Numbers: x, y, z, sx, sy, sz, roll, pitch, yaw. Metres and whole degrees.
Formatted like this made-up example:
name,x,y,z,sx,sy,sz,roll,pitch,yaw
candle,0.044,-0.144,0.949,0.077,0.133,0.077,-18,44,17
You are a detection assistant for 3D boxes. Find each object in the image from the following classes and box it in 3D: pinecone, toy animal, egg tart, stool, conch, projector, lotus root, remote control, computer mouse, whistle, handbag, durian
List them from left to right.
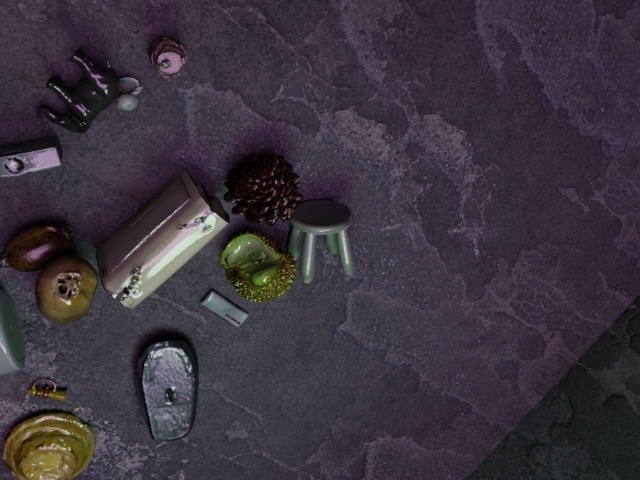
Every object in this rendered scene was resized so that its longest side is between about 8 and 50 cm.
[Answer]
name,x,y,z,sx,sy,sz,roll,pitch,yaw
projector,-0.730,-0.210,1.524,0.147,0.115,0.061,-15,118,-14
lotus root,-0.762,0.023,1.625,0.210,0.120,0.120,-25,122,-11
whistle,-0.836,0.462,1.864,0.109,0.046,0.057,21,121,-23
egg tart,-0.861,0.680,1.922,0.291,0.115,0.290,-8,117,-16
lotus root,-0.683,0.136,1.627,0.152,0.343,0.169,22,69,-18
toy animal,-0.598,-0.353,1.491,0.245,0.114,0.146,-26,125,31
conch,-0.502,-0.376,1.568,0.076,0.057,0.085,45,54,-23
handbag,-0.433,-0.001,1.676,0.358,0.236,0.160,-42,121,2
computer mouse,-0.494,0.473,1.963,0.203,0.114,0.373,-2,108,-18
remote control,-0.309,0.225,1.960,0.065,0.029,0.166,-47,122,4
durian,-0.185,0.087,1.832,0.200,0.237,0.176,-51,154,-20
pinecone,-0.154,-0.136,1.737,0.222,0.221,0.221,-9,118,-17
stool,0.000,0.000,1.874,0.195,0.195,0.198,-9,119,-18

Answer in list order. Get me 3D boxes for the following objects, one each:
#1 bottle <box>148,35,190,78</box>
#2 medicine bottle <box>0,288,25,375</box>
name,x,y,z,sx,sy,sz,roll,pitch,yaw
bottle,-0.377,-0.457,1.519,0.099,0.152,0.098,-9,116,-18
medicine bottle,-0.939,0.264,1.608,0.232,0.238,0.237,-16,120,-16
